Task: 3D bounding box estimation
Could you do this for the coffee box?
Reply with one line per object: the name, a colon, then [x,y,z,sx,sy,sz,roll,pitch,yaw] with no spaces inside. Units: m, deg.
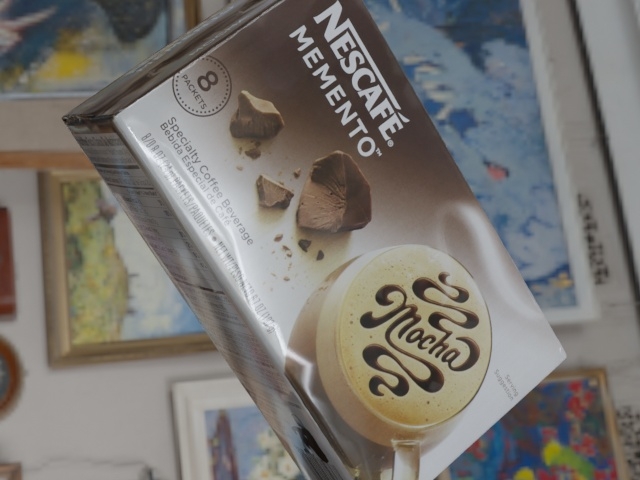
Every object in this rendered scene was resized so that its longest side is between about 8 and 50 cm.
coffee box: [0.000,0.000,0.732,0.297,0.168,0.119,59,-19,-17]
